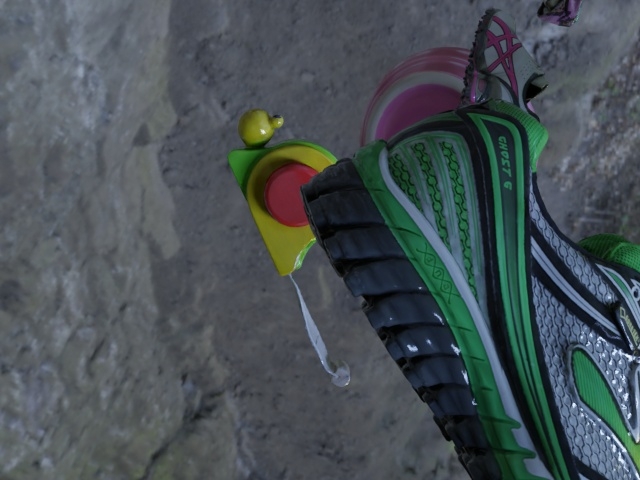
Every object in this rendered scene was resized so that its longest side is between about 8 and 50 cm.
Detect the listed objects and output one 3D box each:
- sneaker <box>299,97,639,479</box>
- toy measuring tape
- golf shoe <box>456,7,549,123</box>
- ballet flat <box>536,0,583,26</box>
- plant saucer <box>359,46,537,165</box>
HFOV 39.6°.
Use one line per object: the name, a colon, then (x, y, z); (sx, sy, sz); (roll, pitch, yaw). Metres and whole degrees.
sneaker: (0.136, 0.082, 0.452); (0.146, 0.134, 0.343); (-33, 93, 1)
toy measuring tape: (0.000, 0.000, 1.000); (0.121, 0.121, 0.330); (-16, 103, 38)
golf shoe: (0.190, -0.170, 0.915); (0.086, 0.186, 0.067); (12, 140, 5)
ballet flat: (0.396, -0.432, 1.401); (0.079, 0.077, 0.221); (1, 141, -10)
plant saucer: (0.202, -0.163, 1.520); (0.332, 0.084, 0.332); (5, 100, 31)
